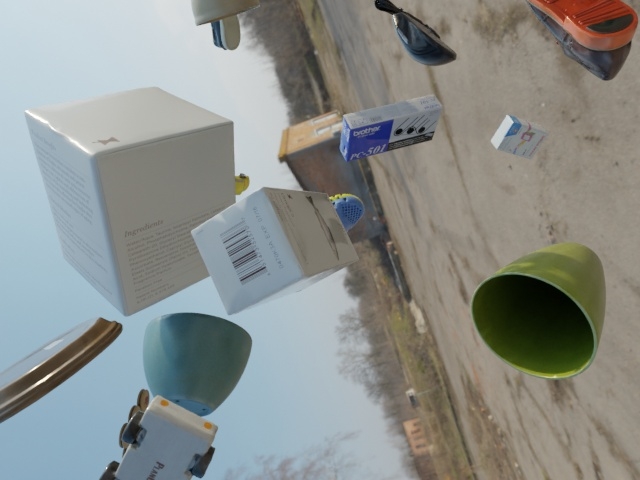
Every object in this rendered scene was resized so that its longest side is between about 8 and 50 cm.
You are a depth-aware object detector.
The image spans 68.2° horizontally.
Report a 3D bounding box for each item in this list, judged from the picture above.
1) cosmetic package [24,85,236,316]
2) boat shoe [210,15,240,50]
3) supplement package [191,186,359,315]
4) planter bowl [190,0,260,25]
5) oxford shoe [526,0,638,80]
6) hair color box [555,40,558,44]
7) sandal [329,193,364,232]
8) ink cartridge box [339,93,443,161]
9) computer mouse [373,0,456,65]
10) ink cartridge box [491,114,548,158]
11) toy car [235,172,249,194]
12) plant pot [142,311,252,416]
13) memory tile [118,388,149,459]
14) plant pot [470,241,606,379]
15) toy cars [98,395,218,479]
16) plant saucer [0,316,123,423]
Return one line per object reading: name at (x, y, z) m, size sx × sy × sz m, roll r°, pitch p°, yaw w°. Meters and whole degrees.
cosmetic package at (-0.424, -0.109, 1.123) m, size 0.329 × 0.327 × 0.394 m, roll 30°, pitch 130°, yaw 33°
boat shoe at (-0.277, -0.670, 1.326) m, size 0.095 × 0.079 × 0.255 m, roll -43°, pitch -37°, yaw -42°
supplement package at (-0.044, 0.008, 0.565) m, size 0.105 × 0.105 × 0.179 m, roll 63°, pitch -159°, yaw 7°
planter bowl at (-0.235, -0.581, 1.105) m, size 0.162 × 0.162 × 0.109 m, roll -99°, pitch -9°, yaw -65°
oxford shoe at (0.394, -0.356, 0.760) m, size 0.098 × 0.097 × 0.271 m, roll 58°, pitch -163°, yaw -50°
hair color box at (0.539, -0.450, 0.978) m, size 0.043 × 0.141 × 0.072 m, roll 31°, pitch 135°, yaw 23°
sandal at (0.000, 0.000, 1.330) m, size 0.126 × 0.317 × 0.138 m, roll 42°, pitch -169°, yaw -37°
ink cartridge box at (0.146, -0.235, 0.991) m, size 0.097 × 0.207 × 0.046 m, roll 94°, pitch 156°, yaw -58°
computer mouse at (0.225, -0.443, 1.056) m, size 0.184 × 0.060 × 0.262 m, roll 5°, pitch -137°, yaw -43°
ink cartridge box at (0.566, -0.292, 1.343) m, size 0.052 × 0.122 × 0.088 m, roll -99°, pitch 25°, yaw -49°
toy car at (-0.335, -0.180, 1.456) m, size 0.053 × 0.239 × 0.225 m, roll 50°, pitch 164°, yaw 33°
plant pot at (-0.336, 0.346, 1.244) m, size 0.290 × 0.290 × 0.195 m, roll 65°, pitch -159°, yaw -48°
memory tile at (-0.298, 0.334, 0.781) m, size 0.113 × 0.012 × 0.148 m, roll -88°, pitch 0°, yaw -66°
plant pot at (0.556, 0.130, 1.132) m, size 0.274 × 0.293 × 0.275 m, roll 27°, pitch 134°, yaw 33°
toy cars at (-0.162, 0.348, 0.601) m, size 0.087 × 0.176 × 0.394 m, roll -70°, pitch -31°, yaw -67°
plant saucer at (-0.453, 0.207, 0.759) m, size 0.041 × 0.278 × 0.278 m, roll 60°, pitch -173°, yaw -11°
